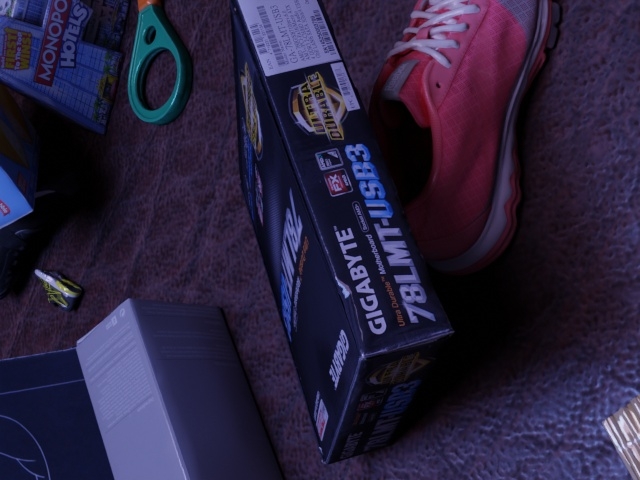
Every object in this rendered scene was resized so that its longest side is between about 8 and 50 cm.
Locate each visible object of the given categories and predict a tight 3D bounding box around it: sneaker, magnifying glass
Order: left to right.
[{"bbox_3d":[-0.397,0.003,1.257,0.283,0.107,0.124,-20,107,24],"label":"sneaker"},{"bbox_3d":[-0.322,0.059,1.205,0.083,0.031,0.035,25,100,41],"label":"sneaker"},{"bbox_3d":[-0.191,-0.242,1.147,0.092,0.026,0.231,-22,71,37],"label":"magnifying glass"},{"bbox_3d":[0.104,-0.133,0.793,0.115,0.136,0.314,1,84,40],"label":"sneaker"}]

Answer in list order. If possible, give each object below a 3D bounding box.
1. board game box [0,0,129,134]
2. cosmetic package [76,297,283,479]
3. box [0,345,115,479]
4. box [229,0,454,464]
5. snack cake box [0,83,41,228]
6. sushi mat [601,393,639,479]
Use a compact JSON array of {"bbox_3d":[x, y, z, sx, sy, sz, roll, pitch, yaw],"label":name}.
[{"bbox_3d":[-0.317,-0.237,1.139,0.060,0.194,0.194,18,95,41],"label":"board game box"},{"bbox_3d":[-0.132,0.180,0.958,0.107,0.127,0.238,-37,59,31],"label":"cosmetic package"},{"bbox_3d":[-0.315,0.332,0.949,0.212,0.293,0.396,-55,49,47],"label":"box"},{"bbox_3d":[0.000,0.000,0.793,0.295,0.073,0.293,98,156,-65],"label":"box"},{"bbox_3d":[-0.401,-0.118,1.142,0.089,0.152,0.264,-29,27,0],"label":"snack cake box"},{"bbox_3d":[0.314,0.216,0.632,0.151,0.019,0.317,-39,60,29],"label":"sushi mat"}]
